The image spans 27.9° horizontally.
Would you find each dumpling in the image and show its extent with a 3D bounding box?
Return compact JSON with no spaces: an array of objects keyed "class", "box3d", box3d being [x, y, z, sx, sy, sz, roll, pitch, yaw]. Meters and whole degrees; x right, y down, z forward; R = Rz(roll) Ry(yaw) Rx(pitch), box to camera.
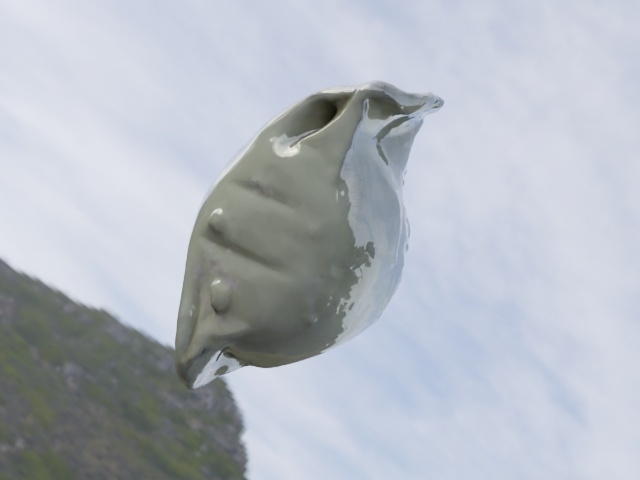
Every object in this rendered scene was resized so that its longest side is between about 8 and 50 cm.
[{"class":"dumpling","box3d":[-0.002,0.001,0.639,0.100,0.169,0.134,16,1,21]}]
